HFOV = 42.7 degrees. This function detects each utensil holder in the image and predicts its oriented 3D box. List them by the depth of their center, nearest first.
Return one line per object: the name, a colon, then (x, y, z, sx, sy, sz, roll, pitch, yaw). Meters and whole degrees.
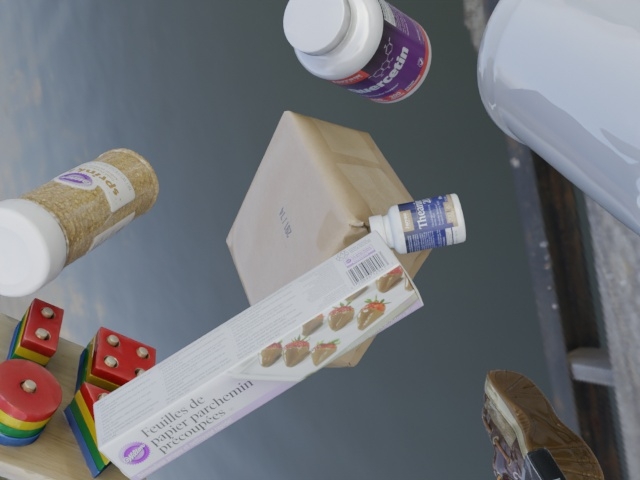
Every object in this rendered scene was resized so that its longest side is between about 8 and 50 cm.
utensil holder: (0.446, -0.195, 1.101, 0.385, 0.328, 0.327, -121, 33, -51)

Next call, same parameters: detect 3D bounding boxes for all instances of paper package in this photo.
paper package: (0.000, 0.000, 1.344, 0.309, 0.168, 0.324, -61, 35, 29)

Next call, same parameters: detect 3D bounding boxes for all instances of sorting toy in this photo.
sorting toy: (-0.330, 0.202, 1.079, 0.089, 0.257, 0.255, -51, 26, 22)

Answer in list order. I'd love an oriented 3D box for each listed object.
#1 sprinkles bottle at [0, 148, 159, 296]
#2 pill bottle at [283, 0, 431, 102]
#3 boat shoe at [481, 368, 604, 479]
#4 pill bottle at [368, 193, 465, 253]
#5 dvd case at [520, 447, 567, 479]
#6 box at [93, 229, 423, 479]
sprinkles bottle: (-0.356, -0.038, 1.177, 0.121, 0.355, 0.121, 4, 109, 12)
pill bottle: (0.070, -0.375, 1.544, 0.182, 0.323, 0.181, -2, 86, 31)
boat shoe: (0.340, 0.350, 1.318, 0.342, 0.123, 0.123, -117, 40, -59)
pill bottle: (0.127, -0.019, 1.083, 0.067, 0.120, 0.067, -11, -90, -86)
dvd case: (0.239, 0.346, 0.797, 0.179, 0.030, 0.238, -116, 16, -50)
box: (-0.060, 0.108, 0.772, 0.063, 0.324, 0.067, 57, -179, -36)
